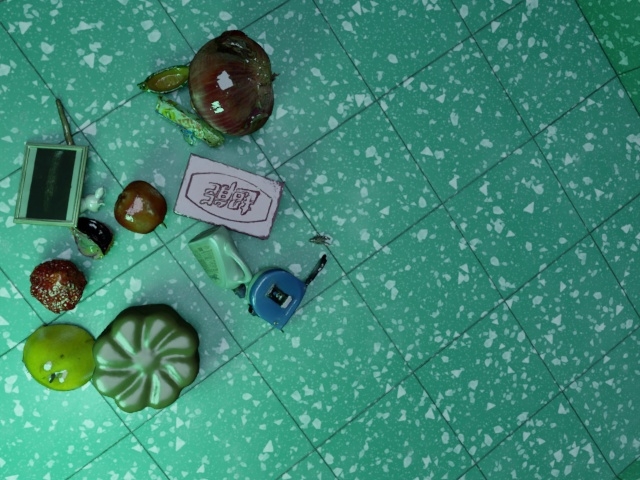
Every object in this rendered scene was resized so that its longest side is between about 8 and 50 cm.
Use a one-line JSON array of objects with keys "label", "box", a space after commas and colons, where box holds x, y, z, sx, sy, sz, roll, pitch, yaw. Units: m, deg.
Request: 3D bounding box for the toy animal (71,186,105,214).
[{"label": "toy animal", "box": [-0.822, -0.137, 1.759, 0.124, 0.085, 0.071, -12, 77, -16]}]

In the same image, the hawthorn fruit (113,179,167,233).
[{"label": "hawthorn fruit", "box": [-0.620, -0.105, 1.751, 0.200, 0.179, 0.179, 35, 85, -23]}]

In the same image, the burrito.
[{"label": "burrito", "box": [-0.486, -0.418, 1.815, 0.288, 0.054, 0.104, 31, 114, -8]}]

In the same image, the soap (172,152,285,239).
[{"label": "soap", "box": [-0.336, -0.158, 1.825, 0.359, 0.128, 0.233, 17, 88, -13]}]

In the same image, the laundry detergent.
[{"label": "laundry detergent", "box": [-0.339, 0.090, 1.791, 0.105, 0.215, 0.281, -44, 110, -40]}]

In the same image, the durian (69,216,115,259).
[{"label": "durian", "box": [-0.811, 0.000, 1.766, 0.186, 0.119, 0.108, 39, 123, 2]}]

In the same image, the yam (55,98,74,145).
[{"label": "yam", "box": [-0.900, -0.386, 1.755, 0.029, 0.027, 0.234, -19, 96, -45]}]

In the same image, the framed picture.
[{"label": "framed picture", "box": [-0.932, -0.196, 1.712, 0.231, 0.018, 0.293, 3, 81, 3]}]

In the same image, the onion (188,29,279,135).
[{"label": "onion", "box": [-0.294, -0.539, 1.729, 0.353, 0.353, 0.354, 0, 92, -11]}]

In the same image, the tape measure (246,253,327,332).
[{"label": "tape measure", "box": [-0.127, 0.154, 1.875, 0.215, 0.098, 0.351, 38, 81, -27]}]

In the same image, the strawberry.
[{"label": "strawberry", "box": [-0.894, 0.150, 1.695, 0.184, 0.201, 0.187, 15, 69, -29]}]

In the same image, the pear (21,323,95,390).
[{"label": "pear", "box": [-0.907, 0.415, 1.708, 0.266, 0.178, 0.267, 0, 88, -14]}]

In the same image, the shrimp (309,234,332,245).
[{"label": "shrimp", "box": [0.003, -0.003, 1.946, 0.092, 0.029, 0.038, 12, 81, -17]}]

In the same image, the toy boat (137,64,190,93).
[{"label": "toy boat", "box": [-0.543, -0.582, 1.788, 0.229, 0.088, 0.089, -22, 95, -9]}]

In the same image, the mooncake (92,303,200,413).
[{"label": "mooncake", "box": [-0.609, 0.414, 1.747, 0.378, 0.201, 0.379, 0, 91, -14]}]
